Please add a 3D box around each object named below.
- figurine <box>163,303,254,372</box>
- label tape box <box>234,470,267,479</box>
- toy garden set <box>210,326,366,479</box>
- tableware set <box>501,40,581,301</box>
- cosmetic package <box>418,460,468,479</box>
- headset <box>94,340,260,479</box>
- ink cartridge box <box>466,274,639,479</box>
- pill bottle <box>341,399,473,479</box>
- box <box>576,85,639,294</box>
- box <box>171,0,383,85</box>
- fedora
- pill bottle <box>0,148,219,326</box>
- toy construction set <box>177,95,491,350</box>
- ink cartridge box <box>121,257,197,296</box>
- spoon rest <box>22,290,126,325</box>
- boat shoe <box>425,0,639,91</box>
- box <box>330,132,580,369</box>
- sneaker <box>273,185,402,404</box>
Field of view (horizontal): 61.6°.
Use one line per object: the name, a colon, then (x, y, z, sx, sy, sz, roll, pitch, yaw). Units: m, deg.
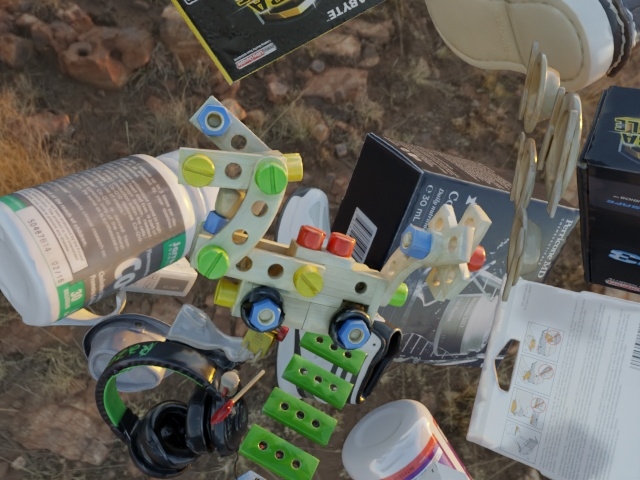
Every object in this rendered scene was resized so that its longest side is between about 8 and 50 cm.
figurine: (-0.261, 0.249, 1.288, 0.209, 0.215, 0.092, 27, 59, -10)
label tape box: (-0.185, 0.770, 1.435, 0.240, 0.333, 0.106, -21, 102, -37)
toy garden set: (-0.065, 0.232, 0.841, 0.203, 0.049, 0.244, 27, 46, 7)
tableware set: (0.146, -0.051, 0.372, 0.020, 0.141, 0.169, 7, 39, 11)
cosmetic package: (0.113, 0.407, 0.683, 0.060, 0.239, 0.099, 26, 19, -20)
headset: (-0.230, 0.354, 0.947, 0.394, 0.243, 0.185, 53, 23, -22)
ink cartridge box: (0.394, 0.225, 0.851, 0.066, 0.261, 0.296, 11, 92, -48)
pill bottle: (0.190, 0.465, 0.973, 0.181, 0.181, 0.323, -37, 99, -28)
box: (0.365, 0.004, 0.414, 0.295, 0.293, 0.073, 17, 78, 30)
box: (-0.067, -0.418, 0.791, 0.322, 0.257, 0.079, -23, 42, 13)
fedora: (-0.511, 0.325, 1.457, 0.275, 0.244, 0.124, 27, 22, -20)
pill bottle: (-0.345, -0.026, 0.905, 0.361, 0.204, 0.204, -31, 80, -42)
toy construction set: (0.000, 0.000, 0.567, 0.327, 0.151, 0.215, 18, 100, -4)
ink cartridge box: (-0.561, -0.003, 1.487, 0.308, 0.091, 0.385, 14, 25, -51)
spoon rest: (-0.671, 0.194, 1.470, 0.276, 0.137, 0.084, -6, 107, 1)
boat shoe: (0.196, -0.235, 0.523, 0.096, 0.324, 0.117, -28, 122, 2)
box: (0.289, 0.040, 1.349, 0.471, 0.480, 0.297, 9, 24, -26)
sneaker: (0.050, 0.110, 1.086, 0.169, 0.257, 0.448, 1, 89, -59)
